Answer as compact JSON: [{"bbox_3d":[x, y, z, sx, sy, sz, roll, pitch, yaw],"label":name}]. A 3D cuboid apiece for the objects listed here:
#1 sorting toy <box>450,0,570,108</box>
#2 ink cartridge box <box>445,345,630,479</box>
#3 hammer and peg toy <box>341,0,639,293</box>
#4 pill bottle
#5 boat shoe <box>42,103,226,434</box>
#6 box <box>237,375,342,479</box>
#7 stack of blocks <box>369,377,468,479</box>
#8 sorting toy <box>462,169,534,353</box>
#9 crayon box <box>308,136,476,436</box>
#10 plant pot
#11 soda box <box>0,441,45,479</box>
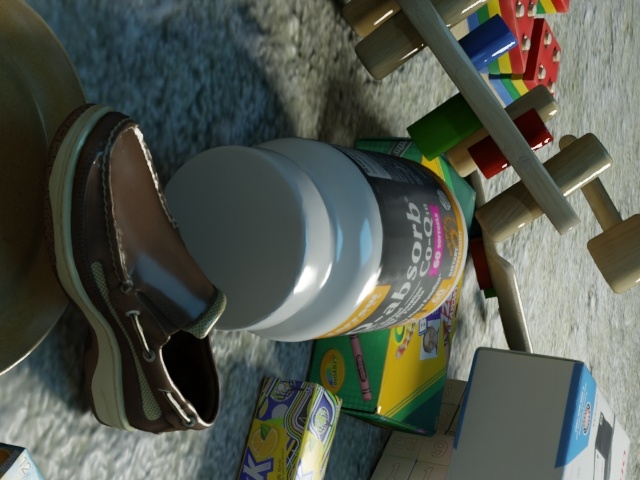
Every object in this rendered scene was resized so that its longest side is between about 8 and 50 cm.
[{"bbox_3d":[0.243,-0.306,1.324,0.255,0.089,0.257,36,63,-57],"label":"sorting toy"},{"bbox_3d":[0.257,0.284,1.204,0.307,0.129,0.223,47,53,-54],"label":"ink cartridge box"},{"bbox_3d":[0.165,-0.106,0.977,0.361,0.127,0.266,51,12,-20],"label":"hammer and peg toy"},{"bbox_3d":[0.000,0.000,0.846,0.278,0.162,0.162,0,94,-62],"label":"pill bottle"},{"bbox_3d":[-0.104,0.027,0.670,0.095,0.095,0.257,-65,161,-43],"label":"boat shoe"},{"bbox_3d":[-0.035,0.210,0.917,0.054,0.059,0.168,40,59,-53],"label":"box"},{"bbox_3d":[0.134,0.296,1.209,0.297,0.087,0.171,-56,140,-43],"label":"stack of blocks"},{"bbox_3d":[0.220,0.069,1.302,0.229,0.041,0.307,-98,170,-52],"label":"sorting toy"},{"bbox_3d":[0.079,0.051,1.081,0.165,0.081,0.278,32,66,-59],"label":"crayon box"},{"bbox_3d":[-0.214,-0.032,0.587,0.236,0.032,0.236,-11,103,-60],"label":"plant pot"},{"bbox_3d":[-0.185,0.205,0.645,0.063,0.058,0.183,-56,140,-43],"label":"soda box"}]
